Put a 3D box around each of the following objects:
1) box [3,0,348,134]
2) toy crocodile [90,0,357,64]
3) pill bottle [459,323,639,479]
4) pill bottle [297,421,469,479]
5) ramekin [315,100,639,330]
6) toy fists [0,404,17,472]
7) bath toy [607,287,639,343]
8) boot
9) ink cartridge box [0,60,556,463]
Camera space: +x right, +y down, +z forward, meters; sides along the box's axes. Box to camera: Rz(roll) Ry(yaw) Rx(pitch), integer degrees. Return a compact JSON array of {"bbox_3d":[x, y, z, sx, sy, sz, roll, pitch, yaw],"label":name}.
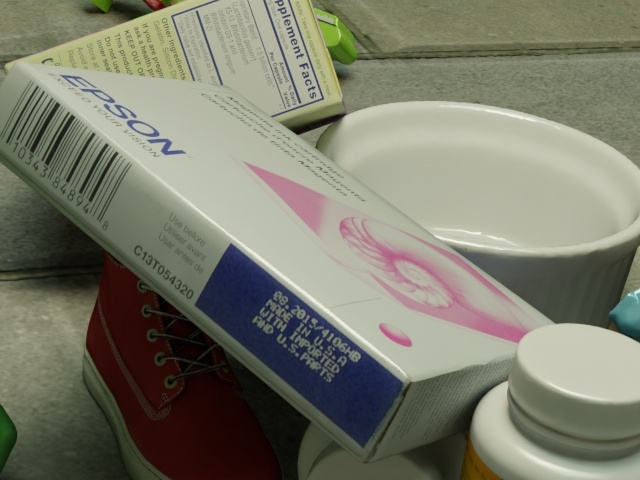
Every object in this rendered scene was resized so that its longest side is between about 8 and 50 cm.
[{"bbox_3d":[-0.109,-0.122,1.348,0.243,0.117,0.213,-19,0,3],"label":"box"},{"bbox_3d":[-0.115,-0.264,1.824,0.340,0.105,0.115,24,-5,19],"label":"toy crocodile"},{"bbox_3d":[0.136,0.160,0.942,0.117,0.215,0.117,6,27,-3],"label":"pill bottle"},{"bbox_3d":[0.045,0.136,1.042,0.112,0.112,0.186,12,16,7],"label":"pill bottle"},{"bbox_3d":[0.126,0.000,1.336,0.277,0.135,0.277,6,27,-3],"label":"ramekin"},{"bbox_3d":[-0.287,0.056,1.002,0.096,0.279,0.142,-33,35,-2],"label":"toy fists"},{"bbox_3d":[0.277,0.176,0.977,0.151,0.129,0.348,-13,42,-12],"label":"bath toy"},{"bbox_3d":[-0.095,0.066,1.104,0.088,0.176,0.244,-9,32,-29],"label":"boot"},{"bbox_3d":[0.000,0.000,1.052,0.324,0.071,0.330,37,20,23],"label":"ink cartridge box"}]
